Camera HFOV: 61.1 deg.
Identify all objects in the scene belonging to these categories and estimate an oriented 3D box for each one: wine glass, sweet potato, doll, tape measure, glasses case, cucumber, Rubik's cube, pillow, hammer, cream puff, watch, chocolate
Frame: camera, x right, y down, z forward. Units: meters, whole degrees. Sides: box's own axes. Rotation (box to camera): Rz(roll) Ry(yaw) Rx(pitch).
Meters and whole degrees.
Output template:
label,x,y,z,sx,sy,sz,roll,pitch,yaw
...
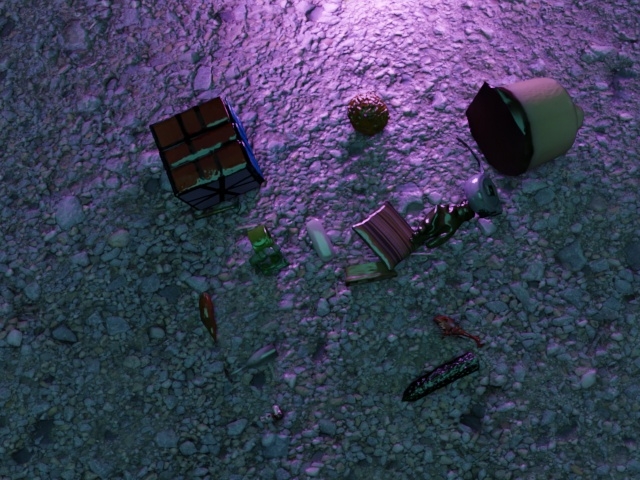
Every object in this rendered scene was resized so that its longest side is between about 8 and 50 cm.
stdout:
label,x,y,z,sx,sy,sz,roll,pitch,yaw
wine glass,-0.243,0.435,1.936,0.198,0.066,0.066,-30,82,-2
sweet potato,-0.408,0.283,1.970,0.056,0.056,0.195,-14,87,2
doll,-0.171,0.621,1.917,0.085,0.040,0.058,-42,69,-6
tape measure,0.551,-0.240,1.924,0.084,0.164,0.330,-22,83,36
glasses case,0.000,0.000,1.982,0.063,0.041,0.164,-27,82,2
cucumber,0.408,0.480,1.879,0.300,0.072,0.072,-28,82,0
Rubik's cube,-0.391,-0.298,1.926,0.293,0.288,0.283,-20,81,3
pillow,0.242,-0.018,1.926,0.212,0.052,0.208,-35,82,-36
hammer,-0.385,-0.107,2.035,0.182,0.017,0.062,-18,82,3
cream puff,0.176,-0.469,1.992,0.165,0.115,0.150,19,87,7
watch,-0.204,0.033,1.957,0.131,0.165,0.152,-28,57,1
chocolate,0.713,-0.414,1.865,0.297,0.314,0.326,-29,78,-9

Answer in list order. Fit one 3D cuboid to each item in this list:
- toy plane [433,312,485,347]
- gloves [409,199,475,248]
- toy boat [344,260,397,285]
label,x,y,z,sx,sy,sz,roll,pitch,yaw
toy plane,0.482,0.311,1.885,0.194,0.126,0.077,12,56,7
gloves,0.427,-0.058,1.931,0.268,0.107,0.135,-25,90,-17
toy boat,0.176,0.114,1.920,0.188,0.116,0.061,-9,77,2
